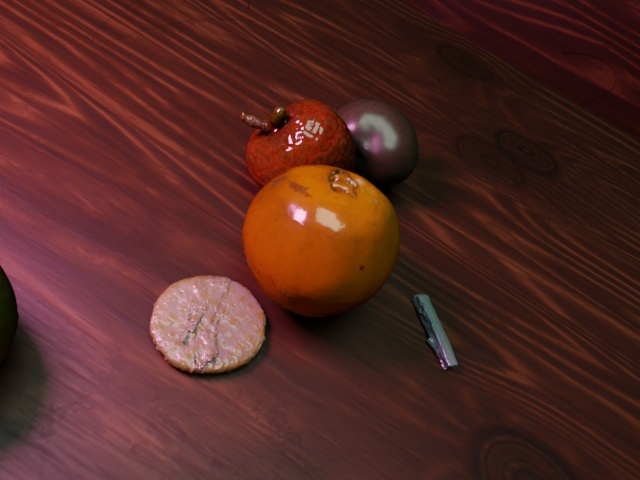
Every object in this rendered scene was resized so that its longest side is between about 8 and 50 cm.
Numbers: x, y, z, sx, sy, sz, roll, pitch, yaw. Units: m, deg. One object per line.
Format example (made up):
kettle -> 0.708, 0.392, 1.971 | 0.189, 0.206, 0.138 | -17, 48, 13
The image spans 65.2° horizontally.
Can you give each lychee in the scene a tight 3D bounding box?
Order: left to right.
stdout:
lychee -> -0.055, -0.214, 1.170 | 0.300, 0.255, 0.255 | 49, 39, -29

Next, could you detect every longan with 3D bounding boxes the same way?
longan -> 0.144, -0.250, 1.306 | 0.246, 0.214, 0.246 | 7, 35, -5

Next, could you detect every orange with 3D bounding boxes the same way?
orange -> 0.000, 0.000, 0.983 | 0.313, 0.312, 0.311 | 12, 49, -14

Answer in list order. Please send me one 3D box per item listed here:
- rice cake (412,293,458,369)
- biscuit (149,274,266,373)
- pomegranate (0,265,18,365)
rice cake -> 0.250, 0.199, 1.106 | 0.042, 0.030, 0.180 | 2, 52, -29
biscuit -> -0.207, 0.153, 0.941 | 0.220, 0.033, 0.219 | 13, 48, -15
pomegranate -> -0.578, 0.076, 0.647 | 0.310, 0.216, 0.358 | 37, 9, 5
